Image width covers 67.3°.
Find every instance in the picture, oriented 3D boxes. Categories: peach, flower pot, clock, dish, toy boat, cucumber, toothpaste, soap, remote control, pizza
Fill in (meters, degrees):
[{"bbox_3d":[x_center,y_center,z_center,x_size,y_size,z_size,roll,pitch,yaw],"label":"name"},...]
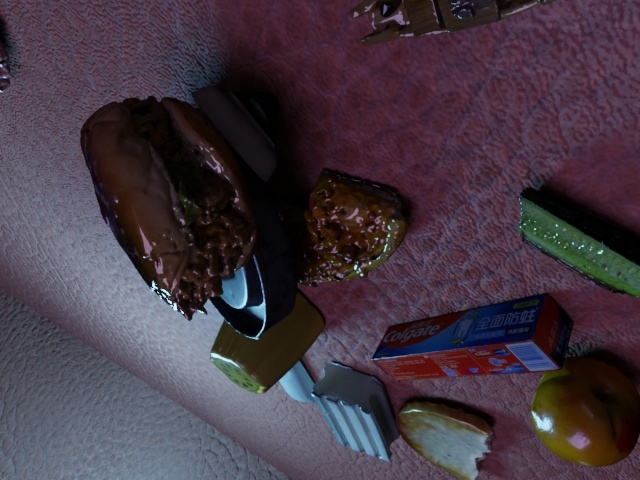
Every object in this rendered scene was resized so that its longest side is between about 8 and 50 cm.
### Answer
[{"bbox_3d":[0.345,0.227,0.630,0.138,0.138,0.138,23,145,17],"label":"peach"},{"bbox_3d":[-0.118,0.197,0.964,0.195,0.179,0.195,25,147,18],"label":"flower pot"},{"bbox_3d":[-0.144,-0.001,0.736,0.312,0.061,0.312,38,142,39],"label":"clock"},{"bbox_3d":[-0.085,-0.152,0.605,0.141,0.078,0.141,50,-178,-3],"label":"dish"},{"bbox_3d":[0.115,-0.192,0.368,0.206,0.072,0.064,0,131,40],"label":"toy boat"},{"bbox_3d":[0.294,0.014,0.495,0.220,0.046,0.070,31,149,8],"label":"cucumber"},{"bbox_3d":[0.206,0.156,0.719,0.066,0.076,0.320,44,145,-13],"label":"toothpaste"},{"bbox_3d":[0.088,0.400,1.123,0.150,0.094,0.261,7,137,28],"label":"soap"},{"bbox_3d":[-0.089,0.322,1.212,0.103,0.051,0.293,10,139,33],"label":"remote control"},{"bbox_3d":[0.000,0.000,0.699,0.161,0.085,0.305,48,143,-17],"label":"pizza"}]

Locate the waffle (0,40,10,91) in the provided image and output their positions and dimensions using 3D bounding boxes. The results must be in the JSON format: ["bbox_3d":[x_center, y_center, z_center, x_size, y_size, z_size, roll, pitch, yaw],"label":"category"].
[{"bbox_3d":[-0.620,-0.369,0.813,0.234,0.055,0.221,37,149,7],"label":"waffle"}]

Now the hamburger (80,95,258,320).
[{"bbox_3d":[-0.178,-0.037,0.571,0.286,0.146,0.243,52,154,19],"label":"hamburger"}]

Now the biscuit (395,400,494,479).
[{"bbox_3d":[0.261,0.421,1.035,0.205,0.040,0.309,17,142,25],"label":"biscuit"}]
